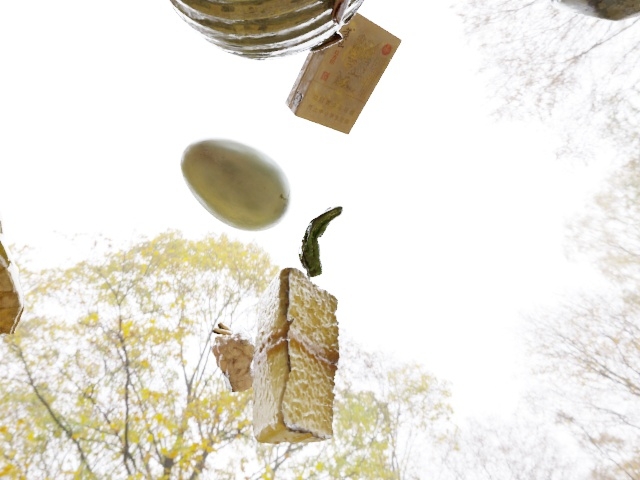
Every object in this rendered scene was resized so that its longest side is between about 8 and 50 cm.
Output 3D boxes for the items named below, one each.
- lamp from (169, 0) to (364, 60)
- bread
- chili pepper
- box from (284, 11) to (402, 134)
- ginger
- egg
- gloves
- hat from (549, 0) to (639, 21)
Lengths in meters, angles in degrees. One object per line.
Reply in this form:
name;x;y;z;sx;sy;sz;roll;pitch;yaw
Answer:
lamp;-0.046;-0.315;0.451;0.233;0.233;0.265;16;-100;-12
bread;-0.048;0.190;0.730;0.142;0.266;0.178;-9;-34;11
chili pepper;-0.005;-0.004;1.002;0.073;0.050;0.182;21;-90;-10
box;0.040;-0.307;0.800;0.141;0.058;0.201;7;-54;-39
ginger;-0.420;0.029;0.525;0.081;0.115;0.205;-12;-80;-18
egg;-0.180;-0.124;0.953;0.264;0.183;0.183;33;-77;-27
gloves;-0.177;0.246;0.930;0.094;0.110;0.144;-7;-73;-25
hat;0.265;-0.273;0.378;0.266;0.265;0.128;10;-95;-10
